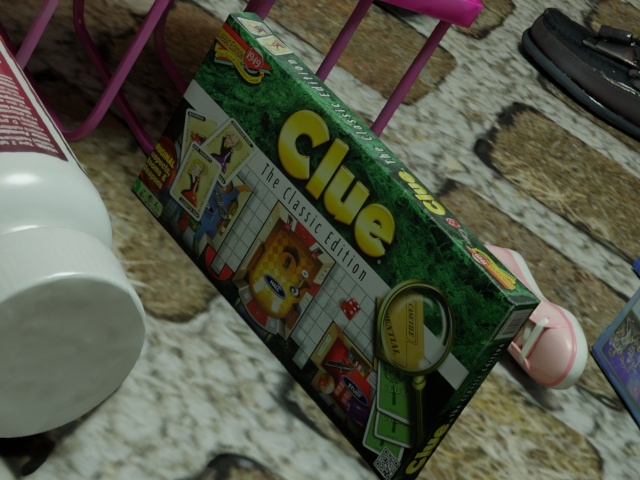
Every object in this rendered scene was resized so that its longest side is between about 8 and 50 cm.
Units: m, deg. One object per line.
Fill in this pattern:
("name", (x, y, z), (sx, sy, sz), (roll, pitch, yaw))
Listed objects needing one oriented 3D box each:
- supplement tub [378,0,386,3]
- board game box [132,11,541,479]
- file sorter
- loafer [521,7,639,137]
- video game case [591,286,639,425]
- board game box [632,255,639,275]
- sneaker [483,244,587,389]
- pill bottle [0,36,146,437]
("supplement tub", (0.104, -0.274, 1.716), (0.106, 0.106, 0.198), (40, 26, 15))
("board game box", (0.000, 0.000, 1.067), (0.030, 0.136, 0.260), (0, 39, -51))
("file sorter", (-0.092, -0.163, 1.199), (0.290, 0.182, 0.202), (11, 31, -39))
("loafer", (0.328, -0.133, 1.730), (0.302, 0.095, 0.109), (38, 27, 12))
("video game case", (0.310, 0.070, 1.168), (0.061, 0.244, 0.269), (16, 30, -33))
("board game box", (0.299, 0.048, 1.459), (0.090, 0.020, 0.090), (9, 35, -41))
("sneaker", (0.116, 0.046, 1.218), (0.070, 0.051, 0.134), (14, 28, -32))
("pill bottle", (-0.174, -0.016, 0.911), (0.121, 0.121, 0.221), (9, 34, -41))
